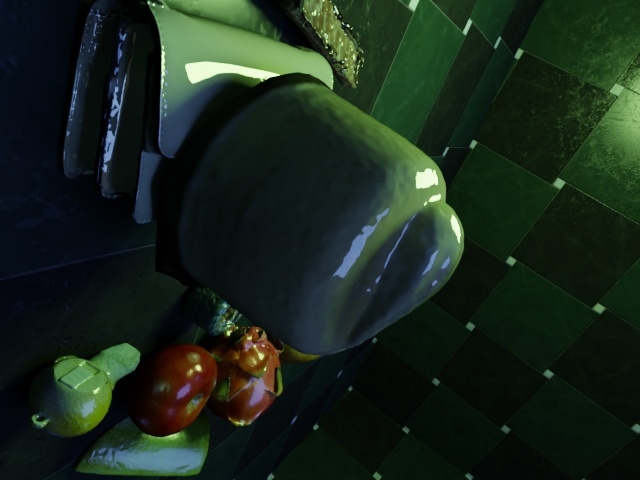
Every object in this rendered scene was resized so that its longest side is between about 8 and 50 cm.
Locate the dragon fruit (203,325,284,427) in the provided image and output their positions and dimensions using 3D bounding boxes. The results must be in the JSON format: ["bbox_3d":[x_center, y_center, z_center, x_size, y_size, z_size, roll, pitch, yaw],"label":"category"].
[{"bbox_3d":[-0.198,0.320,1.111,0.224,0.224,0.227,32,59,-69],"label":"dragon fruit"}]

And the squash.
[{"bbox_3d":[-0.403,0.435,1.065,0.289,0.203,0.111,25,99,-34],"label":"squash"}]

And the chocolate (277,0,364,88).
[{"bbox_3d":[0.005,-0.369,0.810,0.329,0.065,0.102,11,77,-68],"label":"chocolate"}]

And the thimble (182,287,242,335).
[{"bbox_3d":[-0.217,0.130,0.974,0.135,0.090,0.118,-45,158,-37],"label":"thimble"}]

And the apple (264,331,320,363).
[{"bbox_3d":[-0.070,0.270,1.361,0.196,0.196,0.196,-47,157,-28],"label":"apple"}]

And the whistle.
[{"bbox_3d":[-0.381,0.239,0.747,0.123,0.123,0.223,-65,174,17],"label":"whistle"}]

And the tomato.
[{"bbox_3d":[-0.308,0.304,0.946,0.195,0.136,0.195,-50,157,-29],"label":"tomato"}]

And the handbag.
[{"bbox_3d":[-0.136,-0.176,0.636,0.358,0.160,0.236,-21,134,-58],"label":"handbag"}]

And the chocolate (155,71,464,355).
[{"bbox_3d":[0.000,0.000,0.581,0.314,0.297,0.326,-26,152,-42],"label":"chocolate"}]
